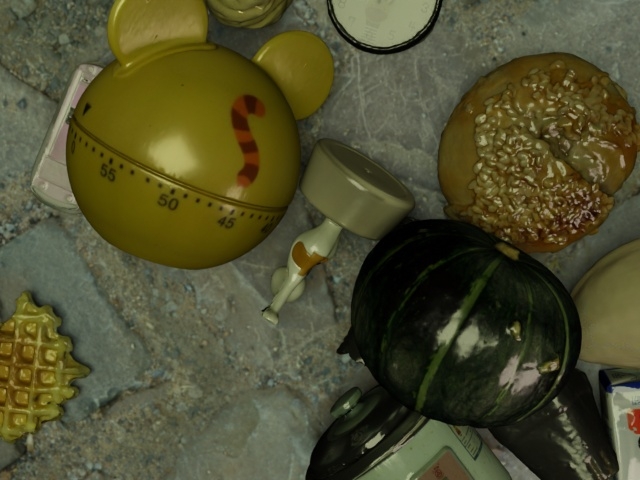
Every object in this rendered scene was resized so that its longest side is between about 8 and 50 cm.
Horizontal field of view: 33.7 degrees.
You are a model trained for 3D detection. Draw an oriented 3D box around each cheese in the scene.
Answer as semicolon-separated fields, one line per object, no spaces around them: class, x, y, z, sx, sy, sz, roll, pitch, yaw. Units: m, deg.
cheese;-0.088;-0.423;1.564;0.117;0.214;0.226;27;104;7

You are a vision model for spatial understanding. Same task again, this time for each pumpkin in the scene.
pumpkin;0.200;0.109;1.459;0.323;0.323;0.241;22;111;3

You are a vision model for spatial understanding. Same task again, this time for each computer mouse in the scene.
computer mouse;-0.378;-0.163;1.690;0.126;0.056;0.245;23;97;3

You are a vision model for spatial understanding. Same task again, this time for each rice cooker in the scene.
rice cooker;0.128;0.345;1.591;0.317;0.264;0.316;2;84;-14

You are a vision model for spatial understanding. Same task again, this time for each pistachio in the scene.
pistachio;0.511;0.097;1.565;0.332;0.208;0.226;-12;114;15

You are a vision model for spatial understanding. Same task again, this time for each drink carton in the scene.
drink carton;0.513;0.356;1.629;0.131;0.106;0.314;-6;95;7

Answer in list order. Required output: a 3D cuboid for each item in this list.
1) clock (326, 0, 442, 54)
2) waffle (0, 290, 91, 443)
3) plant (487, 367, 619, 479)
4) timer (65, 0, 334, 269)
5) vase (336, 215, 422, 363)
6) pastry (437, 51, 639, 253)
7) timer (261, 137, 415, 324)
clock;0.098;-0.380;1.633;0.185;0.040;0.184;1;96;5
waffle;-0.522;0.209;1.740;0.261;0.056;0.250;-39;91;5
plant;0.342;0.263;1.596;0.142;0.164;0.256;-43;74;23
timer;-0.180;-0.163;1.530;0.376;0.376;0.386;23;102;3
vase;0.111;0.078;1.649;0.116;0.115;0.237;17;91;4
pastry;0.322;-0.127;1.563;0.284;0.184;0.315;39;97;1
timer;0.000;0.000;1.602;0.175;0.175;0.266;35;106;1
